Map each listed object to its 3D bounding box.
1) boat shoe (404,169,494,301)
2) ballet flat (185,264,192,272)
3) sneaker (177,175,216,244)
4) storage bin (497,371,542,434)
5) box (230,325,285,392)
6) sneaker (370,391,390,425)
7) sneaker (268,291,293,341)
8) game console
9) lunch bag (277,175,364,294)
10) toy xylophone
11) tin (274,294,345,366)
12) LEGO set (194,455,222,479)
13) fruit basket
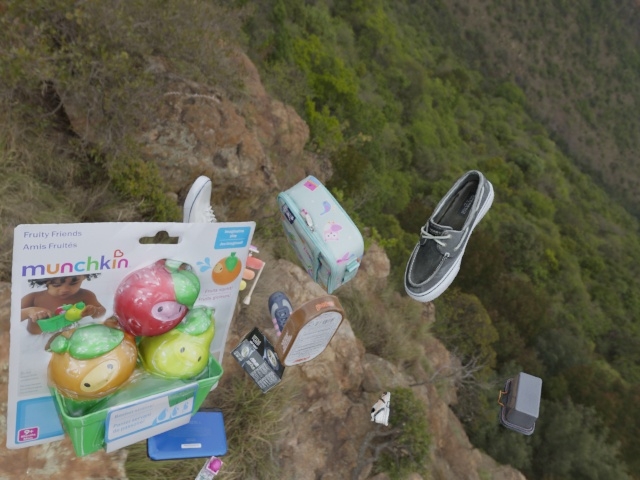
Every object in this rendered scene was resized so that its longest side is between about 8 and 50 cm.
[{"bbox_3d":[0.286,-0.018,0.971,0.119,0.121,0.336,32,86,-50],"label":"boat shoe"},{"bbox_3d":[-0.488,0.088,1.573,0.041,0.041,0.114,37,12,-13],"label":"ballet flat"},{"bbox_3d":[-0.336,-0.059,1.176,0.091,0.258,0.094,23,30,4],"label":"sneaker"},{"bbox_3d":[0.519,0.410,1.064,0.098,0.091,0.135,16,52,19],"label":"storage bin"},{"bbox_3d":[-0.210,0.407,1.420,0.180,0.077,0.147,51,7,-2],"label":"box"},{"bbox_3d":[0.141,0.387,0.962,0.109,0.043,0.040,-35,126,-74],"label":"sneaker"},{"bbox_3d":[-0.153,0.385,1.864,0.112,0.131,0.320,-21,117,-18],"label":"sneaker"},{"bbox_3d":[-0.516,0.683,1.482,0.293,0.173,0.250,21,35,-40],"label":"game console"},{"bbox_3d":[0.000,0.000,0.935,0.107,0.279,0.224,-30,71,-10],"label":"lunch bag"},{"bbox_3d":[-0.332,0.144,1.562,0.236,0.323,0.081,14,15,-30],"label":"toy xylophone"},{"bbox_3d":[-0.021,0.172,0.760,0.106,0.190,0.040,-4,47,-29],"label":"tin"},{"bbox_3d":[-0.108,0.515,0.745,0.286,0.107,0.132,31,55,-10],"label":"LEGO set"},{"bbox_3d":[-0.261,0.139,0.613,0.326,0.354,0.165,-2,33,-45],"label":"fruit basket"}]
